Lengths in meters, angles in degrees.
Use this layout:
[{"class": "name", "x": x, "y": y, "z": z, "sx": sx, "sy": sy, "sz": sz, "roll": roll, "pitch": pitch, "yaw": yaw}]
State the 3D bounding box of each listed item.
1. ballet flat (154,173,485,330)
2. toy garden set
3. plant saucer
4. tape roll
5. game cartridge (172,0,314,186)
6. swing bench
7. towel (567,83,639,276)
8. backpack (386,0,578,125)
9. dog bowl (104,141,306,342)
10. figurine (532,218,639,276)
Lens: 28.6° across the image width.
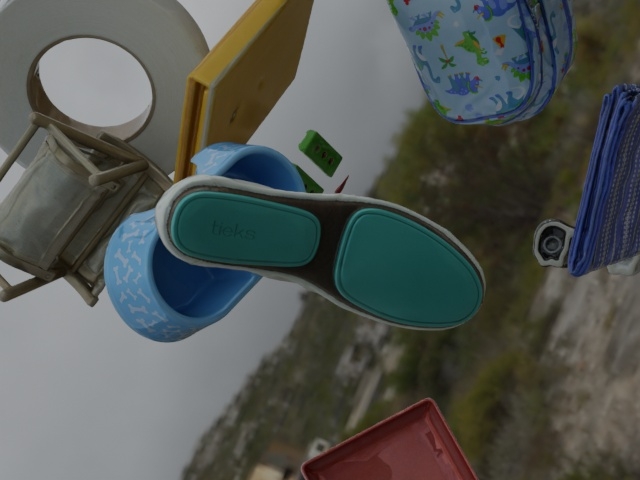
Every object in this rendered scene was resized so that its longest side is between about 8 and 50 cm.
[{"class": "ballet flat", "x": 0.000, "y": 0.000, "z": 1.445, "sx": 0.139, "sy": 0.400, "sz": 0.139, "roll": -165, "pitch": 90, "yaw": -71}, {"class": "toy garden set", "x": -0.040, "y": -0.054, "z": 2.241, "sx": 0.244, "sy": 0.049, "sz": 0.204, "roll": -59, "pitch": -34, "yaw": -7}, {"class": "plant saucer", "x": 0.136, "y": 0.435, "z": 2.103, "sx": 0.258, "sy": 0.259, "sz": 0.048, "roll": -26, "pitch": -17, "yaw": -10}, {"class": "tape roll", "x": -0.368, "y": -0.254, "z": 2.035, "sx": 0.072, "sy": 0.392, "sz": 0.392, "roll": -90, "pitch": 15, "yaw": -55}, {"class": "game cartridge", "x": -0.109, "y": -0.245, "z": 1.873, "sx": 0.324, "sy": 0.052, "sz": 0.285, "roll": -57, "pitch": -9, "yaw": -35}, {"class": "swing bench", "x": -0.399, "y": -0.041, "z": 1.973, "sx": 0.253, "sy": 0.165, "sz": 0.254, "roll": -51, "pitch": -20, "yaw": 13}, {"class": "towel", "x": 0.421, "y": -0.084, "z": 1.638, "sx": 0.336, "sy": 0.040, "sz": 0.243, "roll": -11, "pitch": -64, "yaw": -56}, {"class": "backpack", "x": 0.243, "y": -0.350, "z": 1.895, "sx": 0.355, "sy": 0.290, "sz": 0.273, "roll": 58, "pitch": -142, "yaw": -36}, {"class": "dog bowl", "x": -0.127, "y": -0.005, "z": 1.522, "sx": 0.074, "sy": 0.166, "sz": 0.297, "roll": -11, "pitch": 30, "yaw": 51}, {"class": "figurine", "x": 0.526, "y": 0.022, "z": 2.396, "sx": 0.209, "sy": 0.215, "sz": 0.092, "roll": 18, "pitch": -100, "yaw": -72}]
